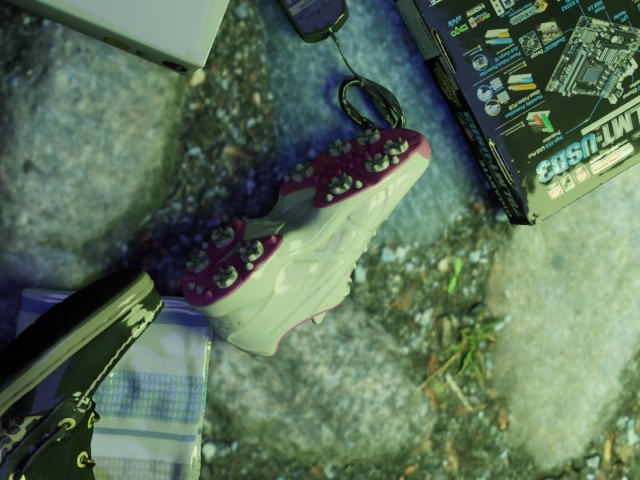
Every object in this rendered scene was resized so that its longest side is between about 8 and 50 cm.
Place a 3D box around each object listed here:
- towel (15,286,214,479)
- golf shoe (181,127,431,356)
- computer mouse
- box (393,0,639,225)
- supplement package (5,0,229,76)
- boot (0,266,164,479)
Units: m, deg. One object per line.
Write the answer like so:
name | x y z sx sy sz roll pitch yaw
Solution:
towel | -0.223 0.192 1.204 0.209 0.034 0.285 6 93 -12
golf shoe | 0.000 0.000 1.215 0.306 0.115 0.140 -37 124 -10
computer mouse | 0.017 -0.213 1.230 0.071 0.041 0.242 -31 107 0
box | 0.275 -0.212 1.264 0.295 0.073 0.293 -31 100 -9
supplement package | -0.205 -0.304 1.115 0.262 0.145 0.204 21 89 -12
boot | -0.233 0.240 1.123 0.377 0.138 0.284 -47 107 -13
